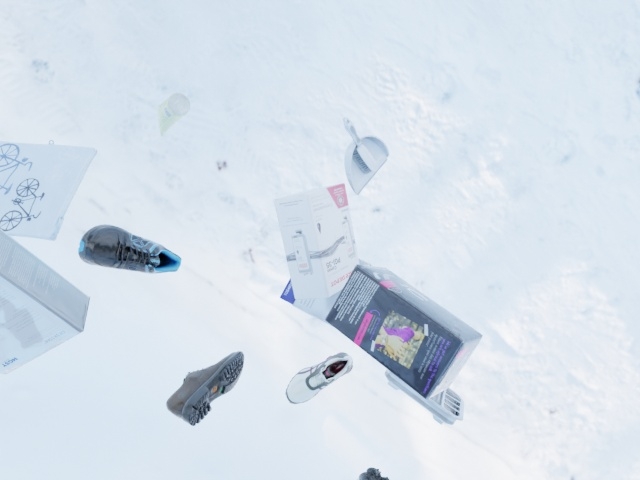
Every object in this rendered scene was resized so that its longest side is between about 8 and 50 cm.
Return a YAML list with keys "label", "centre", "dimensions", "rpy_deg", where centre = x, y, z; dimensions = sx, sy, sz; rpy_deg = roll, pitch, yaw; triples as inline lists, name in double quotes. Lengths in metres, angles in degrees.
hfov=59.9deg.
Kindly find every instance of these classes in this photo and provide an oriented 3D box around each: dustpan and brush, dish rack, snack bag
- label: "dustpan and brush"
  centre: [0.098, -0.228, 1.388]
  dimensions: [0.147, 0.060, 0.211]
  rpy_deg: [-50, 125, -14]
- label: "dish rack"
  centre: [0.386, 0.566, 2.108]
  dimensions: [0.333, 0.285, 0.072]
  rpy_deg: [36, 101, 12]
- label: "snack bag"
  centre: [-0.797, -0.143, 1.490]
  dimensions: [0.342, 0.323, 0.037]
  rpy_deg: [4, 146, 9]

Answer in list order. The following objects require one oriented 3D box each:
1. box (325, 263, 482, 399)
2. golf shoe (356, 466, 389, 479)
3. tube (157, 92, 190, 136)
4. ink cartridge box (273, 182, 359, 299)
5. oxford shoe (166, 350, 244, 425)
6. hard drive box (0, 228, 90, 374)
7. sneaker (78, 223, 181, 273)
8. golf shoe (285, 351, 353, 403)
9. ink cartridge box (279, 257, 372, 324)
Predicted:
- label: "box"
  centre: [0.174, 0.181, 1.164]
  dimensions: [0.143, 0.270, 0.165]
  rpy_deg: [-60, 153, 12]
- label: "golf shoe"
  centre: [0.153, 0.621, 1.272]
  dimensions: [0.077, 0.198, 0.094]
  rpy_deg: [-15, 150, -47]
- label: "tube"
  centre: [-0.426, -0.360, 1.563]
  dimensions: [0.062, 0.240, 0.070]
  rpy_deg: [39, 72, -23]
- label: "ink cartridge box"
  centre: [0.000, 0.000, 1.532]
  dimensions: [0.117, 0.207, 0.283]
  rpy_deg: [-6, 100, 33]
- label: "oxford shoe"
  centre: [-0.249, 0.303, 1.218]
  dimensions: [0.096, 0.227, 0.083]
  rpy_deg: [14, 114, 24]
- label: "hard drive box"
  centre: [-0.539, 0.099, 0.918]
  dimensions: [0.181, 0.089, 0.232]
  rpy_deg: [-28, 129, 10]
- label: "sneaker"
  centre: [-0.560, 0.032, 1.662]
  dimensions: [0.140, 0.125, 0.341]
  rpy_deg: [15, -179, 27]
- label: "golf shoe"
  centre: [-0.007, 0.480, 1.968]
  dimensions: [0.273, 0.105, 0.120]
  rpy_deg: [-32, 169, -10]
- label: "ink cartridge box"
  centre: [0.011, 0.124, 1.692]
  dimensions: [0.224, 0.223, 0.045]
  rpy_deg: [24, 172, 20]
